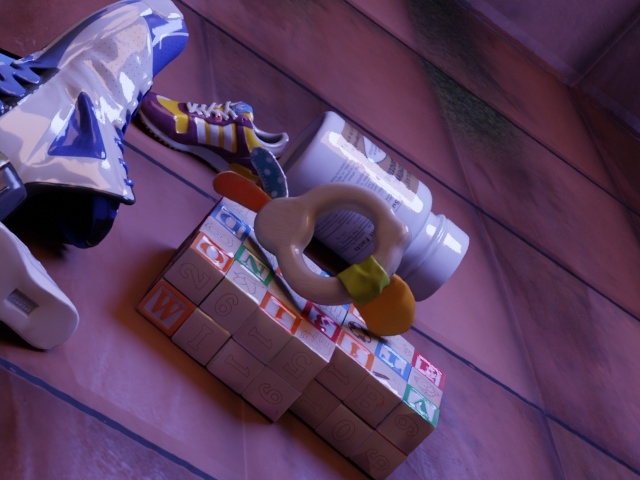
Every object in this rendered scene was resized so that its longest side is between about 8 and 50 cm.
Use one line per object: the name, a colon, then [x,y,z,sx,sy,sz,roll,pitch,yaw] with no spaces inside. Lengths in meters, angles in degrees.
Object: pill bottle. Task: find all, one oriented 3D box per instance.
pill bottle: [0.057,-0.035,1.969,0.229,0.131,0.131,38,22,-12]

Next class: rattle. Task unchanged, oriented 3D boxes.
rattle: [0.000,0.000,1.647,0.200,0.130,0.143,23,1,25]

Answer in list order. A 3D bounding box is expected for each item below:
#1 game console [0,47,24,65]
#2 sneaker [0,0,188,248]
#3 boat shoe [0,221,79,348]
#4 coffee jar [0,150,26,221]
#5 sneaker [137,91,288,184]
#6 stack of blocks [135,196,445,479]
game console: [-0.378,-0.199,1.642,0.361,0.044,0.213,22,29,-43]
sneaker: [-0.227,-0.093,1.563,0.182,0.127,0.315,54,46,0]
boat shoe: [-0.261,0.020,1.353,0.063,0.066,0.184,46,2,40]
coffee jar: [-0.332,-0.081,1.388,0.096,0.079,0.184,-41,97,-34]
sneaker: [-0.124,-0.136,1.908,0.185,0.084,0.069,29,25,-32]
stack of blocks: [-0.021,0.100,1.632,0.297,0.087,0.171,40,21,-6]
